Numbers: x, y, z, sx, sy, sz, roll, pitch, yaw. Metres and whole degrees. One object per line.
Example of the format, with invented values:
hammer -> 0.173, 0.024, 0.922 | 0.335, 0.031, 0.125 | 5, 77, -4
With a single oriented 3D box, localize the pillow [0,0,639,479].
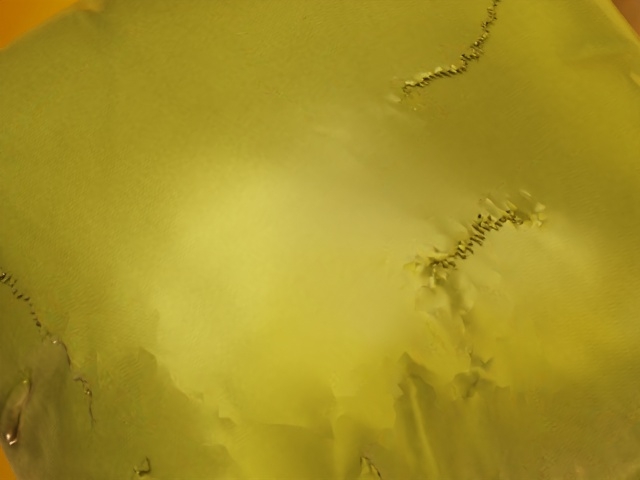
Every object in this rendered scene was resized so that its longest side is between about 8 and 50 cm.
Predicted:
pillow -> 0.000, 0.000, 0.708 | 0.310, 0.312, 0.119 | -34, -22, -1
